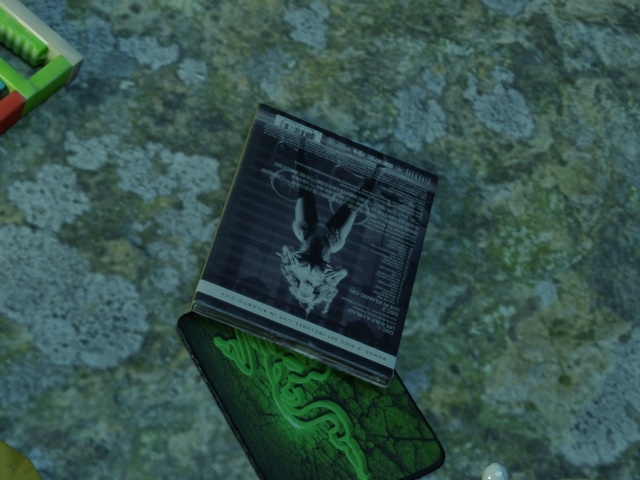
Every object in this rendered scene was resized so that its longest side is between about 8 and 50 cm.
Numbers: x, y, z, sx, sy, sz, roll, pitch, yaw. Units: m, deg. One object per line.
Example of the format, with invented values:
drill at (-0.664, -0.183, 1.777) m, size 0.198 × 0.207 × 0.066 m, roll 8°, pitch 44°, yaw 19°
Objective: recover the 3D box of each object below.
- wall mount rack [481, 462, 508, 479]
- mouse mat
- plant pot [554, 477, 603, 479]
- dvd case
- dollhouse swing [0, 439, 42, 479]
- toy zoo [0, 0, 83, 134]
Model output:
wall mount rack at (0.039, 0.317, 1.151) m, size 0.350 × 0.130 × 0.304 m, roll -4°, pitch 63°, yaw -19°
mouse mat at (-0.006, 0.114, 1.366) m, size 0.152 × 0.007 × 0.190 m, roll -19°, pitch 66°, yaw -32°
plant pot at (0.210, 0.289, 1.323) m, size 0.236 × 0.032 × 0.236 m, roll 11°, pitch 54°, yaw -15°
dvd case at (0.000, 0.000, 1.432) m, size 0.164 × 0.018 × 0.221 m, roll 22°, pitch 48°, yaw -8°
dollhouse swing at (-0.381, 0.223, 1.099) m, size 0.347 × 0.305 × 0.315 m, roll 34°, pitch 93°, yaw 1°
toy zoo at (-0.345, -0.119, 1.363) m, size 0.192 × 0.030 × 0.293 m, roll 40°, pitch 52°, yaw 6°
